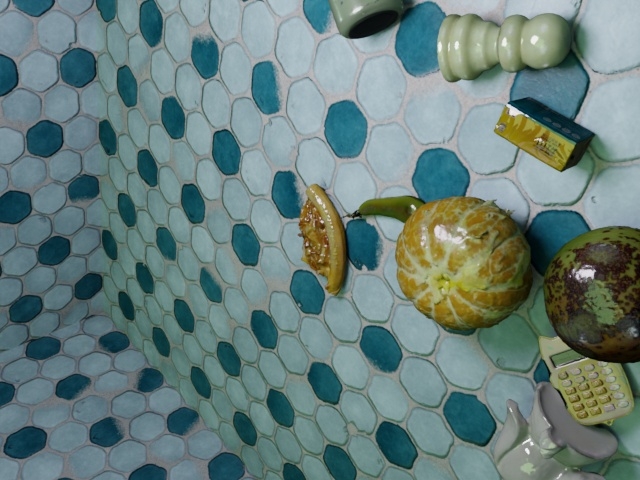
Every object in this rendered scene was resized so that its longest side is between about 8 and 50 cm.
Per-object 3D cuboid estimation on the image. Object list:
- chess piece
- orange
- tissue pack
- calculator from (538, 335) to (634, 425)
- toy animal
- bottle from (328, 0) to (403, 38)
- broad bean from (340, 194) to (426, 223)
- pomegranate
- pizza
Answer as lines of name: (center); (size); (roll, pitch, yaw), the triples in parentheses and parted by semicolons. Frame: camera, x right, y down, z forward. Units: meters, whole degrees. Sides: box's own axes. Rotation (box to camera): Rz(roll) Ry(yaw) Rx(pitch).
chess piece: (0.387, -0.410, 1.163); (0.251, 0.144, 0.144); (9, 113, 38)
orange: (0.336, 0.053, 1.322); (0.329, 0.249, 0.329); (25, 128, 37)
tissue pack: (0.466, -0.222, 1.167); (0.169, 0.120, 0.082); (40, 129, 25)
calculator: (0.608, 0.308, 1.277); (0.157, 0.033, 0.236); (-27, 79, 26)
toy animal: (0.534, 0.514, 1.356); (0.272, 0.206, 0.265); (43, 129, 20)
bottle: (0.074, -0.677, 1.337); (0.168, 0.168, 0.347); (-19, 88, 47)
broad bean: (0.199, -0.085, 1.541); (0.325, 0.067, 0.075); (4, 79, 46)
pomegranate: (0.612, 0.095, 1.059); (0.341, 0.285, 0.285); (-16, 95, 36)
pizza: (0.000, 0.000, 1.761); (0.182, 0.074, 0.365); (5, 110, 35)
